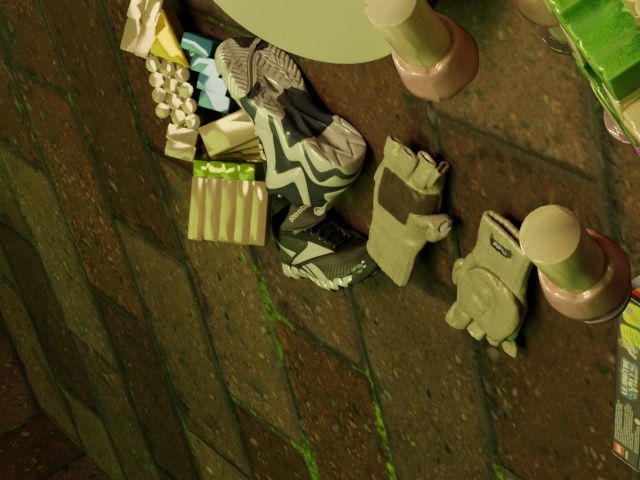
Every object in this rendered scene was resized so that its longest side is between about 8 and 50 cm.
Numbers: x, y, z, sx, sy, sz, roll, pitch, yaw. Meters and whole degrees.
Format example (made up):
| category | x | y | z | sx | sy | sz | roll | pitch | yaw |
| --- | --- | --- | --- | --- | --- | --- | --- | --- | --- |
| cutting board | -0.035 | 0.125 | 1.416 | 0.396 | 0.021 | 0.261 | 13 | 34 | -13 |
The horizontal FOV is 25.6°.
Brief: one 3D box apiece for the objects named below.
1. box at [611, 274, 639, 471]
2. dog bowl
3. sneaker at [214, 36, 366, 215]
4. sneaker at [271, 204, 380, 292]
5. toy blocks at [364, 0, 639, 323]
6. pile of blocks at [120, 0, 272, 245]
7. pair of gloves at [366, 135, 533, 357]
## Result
| category | x | y | z | sx | sy | sz | roll | pitch | yaw |
| --- | --- | --- | --- | --- | --- | --- | --- | --- | --- |
| box | 0.310 | 0.099 | 1.241 | 0.036 | 0.114 | 0.207 | 37 | 148 | 39 |
| dog bowl | -0.002 | -0.290 | 1.275 | 0.265 | 0.104 | 0.265 | 21 | 147 | 14 |
| sneaker | -0.051 | -0.125 | 1.687 | 0.235 | 0.094 | 0.153 | 40 | 143 | 15 |
| sneaker | 0.000 | 0.000 | 1.754 | 0.234 | 0.078 | 0.106 | 8 | 128 | 62 |
| toy blocks | 0.247 | -0.118 | 1.053 | 0.289 | 0.309 | 0.260 | 60 | -169 | 26 |
| pile of blocks | -0.136 | -0.165 | 1.826 | 0.112 | 0.149 | 0.362 | -30 | -79 | -72 |
| pair of gloves | 0.142 | 0.004 | 1.538 | 0.240 | 0.042 | 0.204 | 41 | 147 | 30 |
